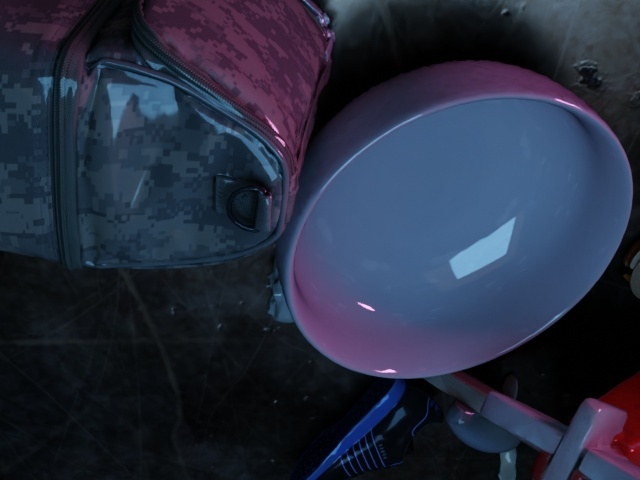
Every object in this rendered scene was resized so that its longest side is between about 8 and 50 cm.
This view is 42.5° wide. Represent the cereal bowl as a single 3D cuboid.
[{"bbox_3d":[0.113,-0.029,0.793,0.339,0.141,0.339,-10,133,-11],"label":"cereal bowl"}]

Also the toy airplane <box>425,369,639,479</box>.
[{"bbox_3d":[0.305,0.251,0.845,0.384,0.386,0.272,11,110,-4],"label":"toy airplane"}]

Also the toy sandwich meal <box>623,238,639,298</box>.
[{"bbox_3d":[0.375,0.031,0.916,0.085,0.029,0.086,-5,123,-8],"label":"toy sandwich meal"}]

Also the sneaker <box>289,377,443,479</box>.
[{"bbox_3d":[0.055,0.264,1.039,0.090,0.081,0.232,37,115,-11],"label":"sneaker"}]

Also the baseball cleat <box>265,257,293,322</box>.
[{"bbox_3d":[0.000,0.000,0.894,0.109,0.072,0.206,2,126,-18],"label":"baseball cleat"}]

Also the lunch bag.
[{"bbox_3d":[-0.127,-0.121,0.678,0.256,0.305,0.213,12,124,-2],"label":"lunch bag"}]
